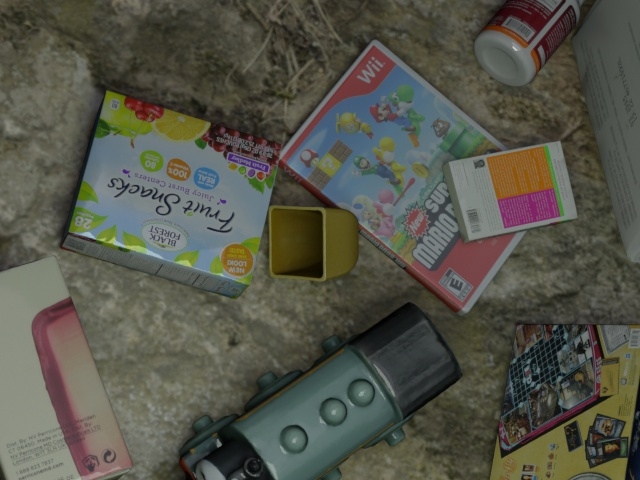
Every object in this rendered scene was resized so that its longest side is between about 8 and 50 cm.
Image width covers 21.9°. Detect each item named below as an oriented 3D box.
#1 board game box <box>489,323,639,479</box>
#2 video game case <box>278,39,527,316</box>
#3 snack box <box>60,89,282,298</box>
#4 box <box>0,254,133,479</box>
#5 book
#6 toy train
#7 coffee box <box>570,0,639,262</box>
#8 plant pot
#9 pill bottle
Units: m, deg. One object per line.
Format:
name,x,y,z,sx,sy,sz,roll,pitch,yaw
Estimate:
board game box,0.278,0.212,1.831,0.042,0.165,0.243,38,59,-49
video game case,0.114,-0.075,1.935,0.285,0.025,0.204,39,67,-2
snack box,-0.162,-0.049,1.815,0.207,0.070,0.174,17,69,-11
box,-0.296,0.154,1.669,0.127,0.148,0.232,-18,80,-22
book,0.223,-0.056,1.932,0.144,0.035,0.096,-10,80,-20
toy train,-0.005,0.187,1.726,0.334,0.190,0.142,-31,84,-23
coffee box,0.534,-0.190,1.896,0.334,0.338,0.337,2,60,-18
plant pot,0.000,0.000,1.838,0.083,0.081,0.081,-6,97,-50
pill bottle,0.260,-0.265,2.005,0.086,0.086,0.152,42,66,-2
